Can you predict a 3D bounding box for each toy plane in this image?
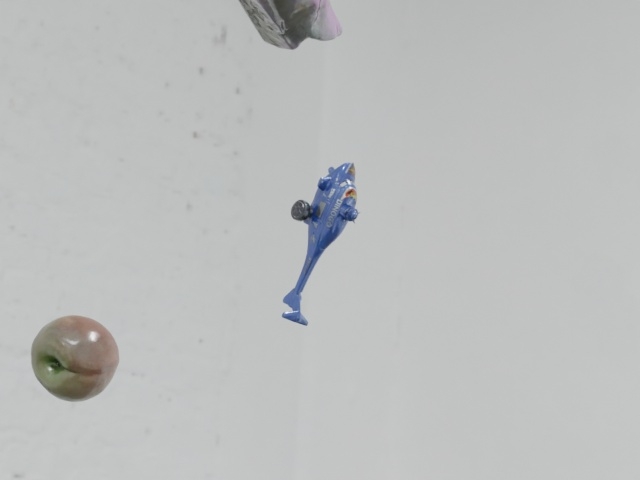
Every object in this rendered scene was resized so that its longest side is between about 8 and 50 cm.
[{"bbox_3d":[0.000,0.000,1.008,0.054,0.167,0.062,22,1,-45],"label":"toy plane"}]

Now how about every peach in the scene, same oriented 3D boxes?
[{"bbox_3d":[-0.226,0.108,0.950,0.083,0.083,0.083,3,-15,1],"label":"peach"}]

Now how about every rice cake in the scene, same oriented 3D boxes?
[{"bbox_3d":[-0.049,-0.193,0.570,0.049,0.055,0.270,-38,-35,-3],"label":"rice cake"}]
